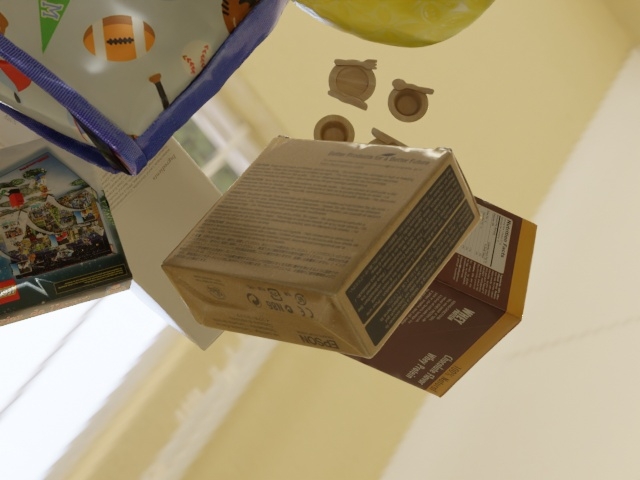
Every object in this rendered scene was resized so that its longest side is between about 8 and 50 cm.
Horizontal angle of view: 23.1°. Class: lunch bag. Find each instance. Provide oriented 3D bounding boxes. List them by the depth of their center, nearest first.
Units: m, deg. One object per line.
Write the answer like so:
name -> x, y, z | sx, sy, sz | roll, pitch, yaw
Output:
lunch bag -> -0.193, -0.264, 1.309 | 0.385, 0.239, 0.328 | 33, -104, 27

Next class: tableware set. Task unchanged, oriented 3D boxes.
tableware set -> 0.065, -0.161, 2.082 | 0.020, 0.141, 0.169 | 104, 5, -75

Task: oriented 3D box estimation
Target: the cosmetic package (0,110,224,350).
cosmetic package -> -0.228, -0.058, 1.855 | 0.155, 0.365, 0.197 | -46, -142, -10

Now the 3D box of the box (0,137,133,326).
box -> -0.311, 0.000, 1.471 | 0.233, 0.159, 0.044 | -16, 167, -16

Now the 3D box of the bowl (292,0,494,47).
bowl -> 0.009, -0.278, 1.055 | 0.156, 0.289, 0.289 | -1, 174, -32

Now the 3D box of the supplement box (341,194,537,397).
supplement box -> 0.098, 0.041, 1.680 | 0.191, 0.194, 0.129 | -52, -163, 50

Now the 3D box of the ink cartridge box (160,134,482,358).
ink cartridge box -> 0.000, 0.000, 1.441 | 0.234, 0.088, 0.193 | 8, -133, 45
